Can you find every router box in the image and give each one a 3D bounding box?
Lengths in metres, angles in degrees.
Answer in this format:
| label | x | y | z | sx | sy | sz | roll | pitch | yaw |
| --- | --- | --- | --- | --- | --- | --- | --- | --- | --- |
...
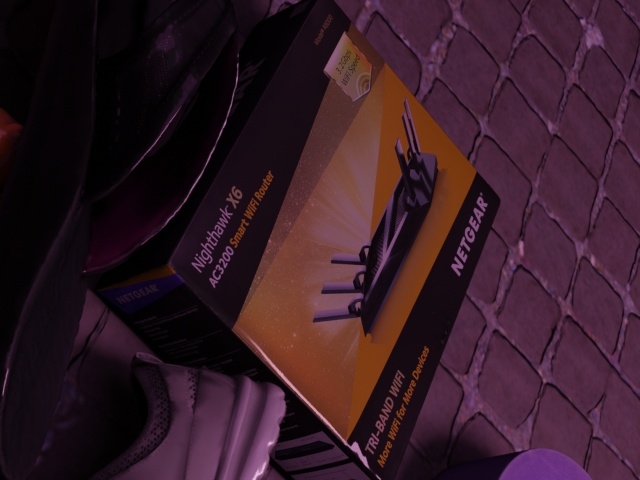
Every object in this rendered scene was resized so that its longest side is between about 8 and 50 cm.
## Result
| label | x | y | z | sx | sy | sz | roll | pitch | yaw |
| --- | --- | --- | --- | --- | --- | --- | --- | --- | --- |
| router box | 0.000 | 0.000 | 1.096 | 0.243 | 0.081 | 0.309 | 47 | 46 | -24 |

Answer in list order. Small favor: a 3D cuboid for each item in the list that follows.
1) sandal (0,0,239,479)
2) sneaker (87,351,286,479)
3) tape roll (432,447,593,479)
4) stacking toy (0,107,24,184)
| label | x | y | z | sx | sy | sz | roll | pitch | yaw |
| --- | --- | --- | --- | --- | --- | --- | --- | --- | --- |
| sandal | -0.121 | -0.057 | 0.922 | 0.107 | 0.167 | 0.446 | 10 | 66 | 5 |
| sneaker | -0.119 | 0.199 | 0.903 | 0.115 | 0.105 | 0.281 | 23 | 56 | -5 |
| tape roll | 0.160 | 0.265 | 1.167 | 0.189 | 0.080 | 0.189 | 21 | 59 | -41 |
| stacking toy | -0.269 | -0.108 | 0.816 | 0.302 | 0.175 | 0.166 | 35 | 49 | -48 |
